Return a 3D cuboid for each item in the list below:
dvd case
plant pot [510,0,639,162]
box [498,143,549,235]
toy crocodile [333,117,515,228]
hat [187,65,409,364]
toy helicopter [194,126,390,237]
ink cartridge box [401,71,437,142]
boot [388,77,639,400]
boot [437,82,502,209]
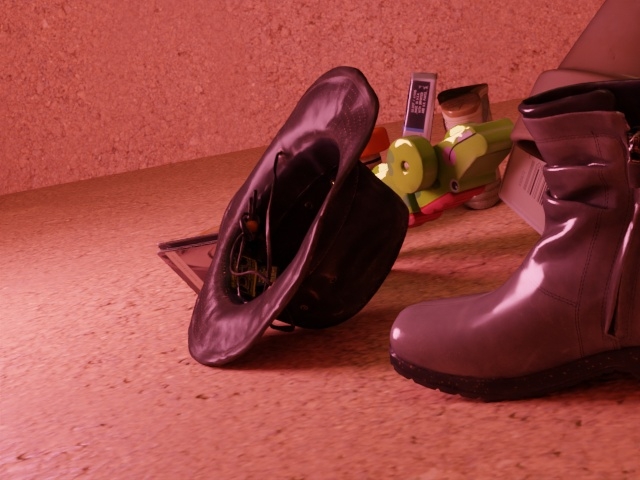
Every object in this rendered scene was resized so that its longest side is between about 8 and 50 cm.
[{"bbox_3d":[-0.058,0.021,1.484,0.221,0.018,0.164,-10,-24,11],"label":"dvd case"},{"bbox_3d":[0.355,-0.152,1.048,0.323,0.280,0.323,21,2,-1],"label":"plant pot"},{"bbox_3d":[0.365,-0.093,1.407,0.311,0.121,0.148,-16,46,-31],"label":"box"},{"bbox_3d":[0.106,-0.058,1.489,0.115,0.105,0.340,-15,-7,-41],"label":"toy crocodile"},{"bbox_3d":[0.000,0.000,1.283,0.134,0.331,0.331,28,-4,-19],"label":"hat"},{"bbox_3d":[-0.057,-0.043,1.780,0.235,0.140,0.355,-7,13,39],"label":"toy helicopter"},{"bbox_3d":[0.146,-0.152,1.952,0.045,0.206,0.208,7,11,5],"label":"ink cartridge box"},{"bbox_3d":[0.178,-0.007,0.928,0.338,0.223,0.118,-7,21,34],"label":"boot"},{"bbox_3d":[0.228,-0.142,1.900,0.077,0.165,0.213,-12,15,11],"label":"boot"}]
